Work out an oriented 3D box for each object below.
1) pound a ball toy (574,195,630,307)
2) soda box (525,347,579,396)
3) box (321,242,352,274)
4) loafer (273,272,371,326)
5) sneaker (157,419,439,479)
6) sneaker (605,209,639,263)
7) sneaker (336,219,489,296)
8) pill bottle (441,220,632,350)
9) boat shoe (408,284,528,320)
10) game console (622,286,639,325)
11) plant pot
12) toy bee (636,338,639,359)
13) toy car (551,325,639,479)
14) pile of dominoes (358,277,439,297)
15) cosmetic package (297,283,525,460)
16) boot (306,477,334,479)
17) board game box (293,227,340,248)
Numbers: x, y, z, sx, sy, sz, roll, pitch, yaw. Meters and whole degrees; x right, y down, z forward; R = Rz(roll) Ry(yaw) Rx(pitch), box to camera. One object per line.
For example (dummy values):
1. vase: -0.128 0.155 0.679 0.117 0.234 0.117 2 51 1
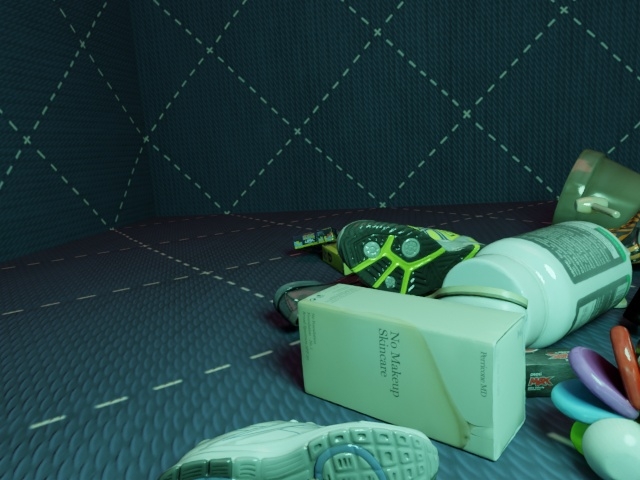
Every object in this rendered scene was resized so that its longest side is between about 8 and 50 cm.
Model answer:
1. pound a ball toy: 0.642 0.015 1.191 0.135 0.208 0.319 1 12 20
2. soda box: 0.316 0.200 0.743 0.168 0.053 0.060 -3 11 4
3. box: 0.077 0.054 1.574 0.087 0.058 0.232 -8 11 -14
4. loafer: 0.050 0.137 1.080 0.302 0.109 0.095 -5 32 -24
5. sneaker: -0.022 0.238 0.539 0.297 0.111 0.129 -3 5 -1
6. sneaker: 0.868 -0.033 1.380 0.321 0.125 0.180 -33 8 -37
7. sneaker: 0.201 0.038 1.038 0.384 0.145 0.147 13 9 -22
8. pill bottle: 0.405 0.084 0.919 0.361 0.204 0.204 -11 13 -37
9. boat shoe: 0.201 0.142 0.784 0.113 0.103 0.302 23 -22 -19
10. game console: 0.597 0.054 0.801 0.044 0.213 0.361 33 8 22
11. plant pot: 0.948 -0.107 1.592 0.280 0.323 0.323 24 25 33
12. toy bee: 0.536 0.114 0.623 0.195 0.162 0.298 -36 5 -40
13. toy car: 0.350 0.171 0.561 0.182 0.136 0.159 -46 -9 28
14. pile of dominoes: 0.235 0.105 1.057 0.251 0.040 0.196 30 28 29
15. cosmetic package: 0.120 0.168 0.704 0.309 0.160 0.113 4 15 41
16. boot: 0.089 0.271 0.385 0.178 0.085 0.236 -4 14 -16
17. board game box: 0.000 0.000 1.728 0.141 0.048 0.170 -12 -9 16
